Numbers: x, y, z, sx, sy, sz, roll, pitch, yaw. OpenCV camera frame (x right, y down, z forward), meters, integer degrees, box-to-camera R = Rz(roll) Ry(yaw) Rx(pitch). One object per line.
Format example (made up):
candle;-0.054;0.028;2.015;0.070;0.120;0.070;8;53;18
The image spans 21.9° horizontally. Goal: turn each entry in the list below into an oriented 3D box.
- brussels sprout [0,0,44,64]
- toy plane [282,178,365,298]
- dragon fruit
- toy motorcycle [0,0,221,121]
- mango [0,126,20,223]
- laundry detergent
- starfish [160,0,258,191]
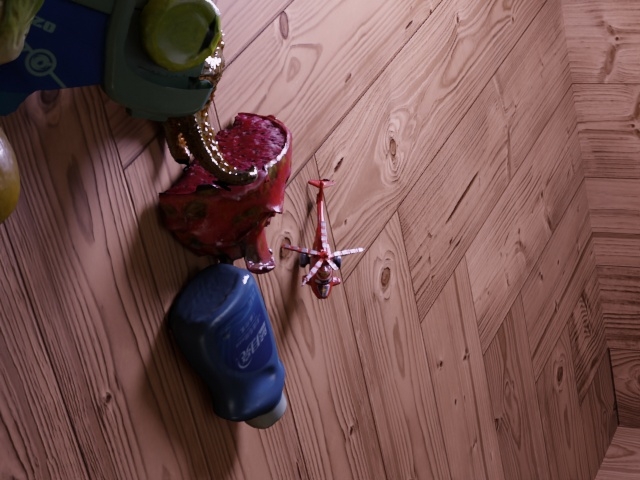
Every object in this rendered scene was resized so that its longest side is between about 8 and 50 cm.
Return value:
brussels sprout;-0.344;-0.273;1.676;0.145;0.131;0.183;-67;152;-42
toy plane;-0.008;0.001;2.617;0.077;0.126;0.194;109;-38;-60
dragon fruit;-0.103;-0.047;2.344;0.262;0.134;0.211;-56;149;-48
toy motorcycle;-0.291;-0.232;1.874;0.327;0.191;0.199;4;112;-31
mango;-0.422;-0.129;1.653;0.331;0.142;0.195;57;11;-31
laundry detergent;-0.115;0.172;2.376;0.143;0.094;0.289;-59;142;-34
starfish;-0.154;-0.209;2.121;0.312;0.113;0.303;164;-82;-76
